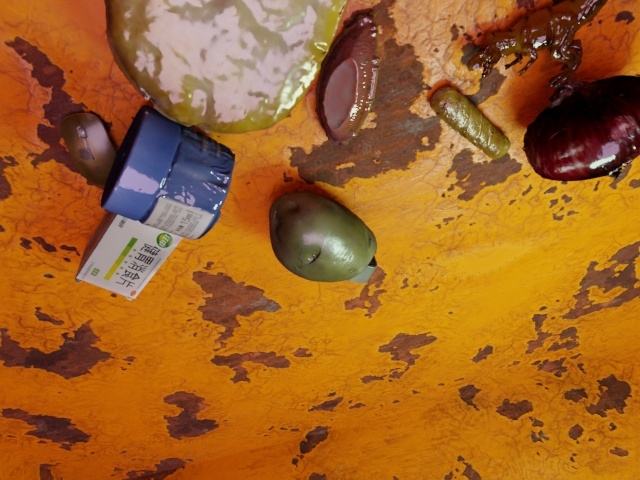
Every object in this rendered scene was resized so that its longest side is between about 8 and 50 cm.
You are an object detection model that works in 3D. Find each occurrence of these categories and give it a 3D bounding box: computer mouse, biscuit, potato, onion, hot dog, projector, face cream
[{"bbox_3d":[-0.542,-0.211,1.068,0.102,0.045,0.199,-9,136,-5],"label":"computer mouse"},{"bbox_3d":[-0.184,-0.422,0.862,0.429,0.104,0.446,10,122,-20],"label":"biscuit"},{"bbox_3d":[0.000,0.000,1.246,0.243,0.221,0.326,-37,134,21],"label":"potato"},{"bbox_3d":[0.635,-0.278,1.051,0.313,0.314,0.232,-28,103,17],"label":"onion"},{"bbox_3d":[0.394,-0.296,1.140,0.285,0.061,0.088,22,116,-29],"label":"hot dog"},{"bbox_3d":[0.127,0.080,1.443,0.083,0.083,0.082,10,131,-18],"label":"projector"},{"bbox_3d":[-0.346,-0.147,1.018,0.225,0.249,0.249,24,126,-33],"label":"face cream"}]

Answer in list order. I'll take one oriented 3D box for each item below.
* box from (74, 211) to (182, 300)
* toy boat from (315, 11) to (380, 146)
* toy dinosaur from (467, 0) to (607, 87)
[{"bbox_3d":[-0.513,0.001,1.210,0.173,0.145,0.333,28,123,-30],"label":"box"},{"bbox_3d":[0.060,-0.346,1.012,0.140,0.099,0.318,22,132,8],"label":"toy boat"},{"bbox_3d":[0.541,-0.464,0.979,0.432,0.097,0.208,-32,122,16],"label":"toy dinosaur"}]
